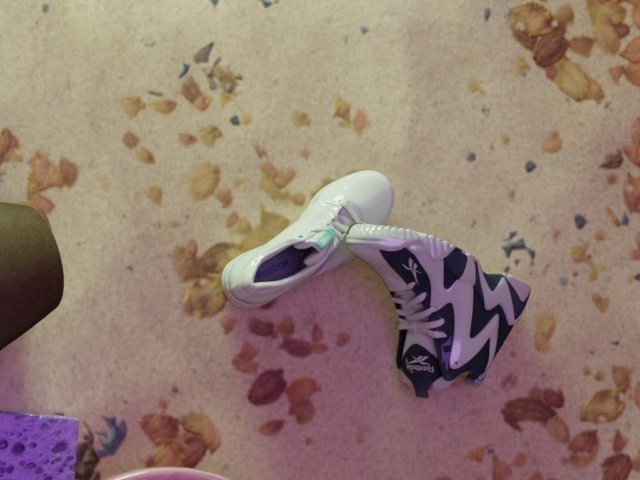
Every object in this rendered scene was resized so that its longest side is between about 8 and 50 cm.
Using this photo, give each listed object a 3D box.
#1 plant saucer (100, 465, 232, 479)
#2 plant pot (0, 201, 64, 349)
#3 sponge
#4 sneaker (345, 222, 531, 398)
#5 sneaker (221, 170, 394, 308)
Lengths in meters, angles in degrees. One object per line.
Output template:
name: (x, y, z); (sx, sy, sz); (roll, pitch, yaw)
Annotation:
plant saucer: (-0.165, 0.383, 1.859); (0.332, 0.084, 0.332); (-1, 91, -23)
plant pot: (-0.369, 0.045, 1.802); (0.230, 0.215, 0.215); (-16, 90, -33)
sponge: (-0.303, 0.273, 1.873); (0.117, 0.031, 0.210); (5, 84, -15)
sneaker: (0.105, 0.081, 1.965); (0.235, 0.094, 0.153); (26, 79, -42)
sneaker: (0.000, 0.000, 1.958); (0.212, 0.094, 0.080); (-37, 94, -17)
